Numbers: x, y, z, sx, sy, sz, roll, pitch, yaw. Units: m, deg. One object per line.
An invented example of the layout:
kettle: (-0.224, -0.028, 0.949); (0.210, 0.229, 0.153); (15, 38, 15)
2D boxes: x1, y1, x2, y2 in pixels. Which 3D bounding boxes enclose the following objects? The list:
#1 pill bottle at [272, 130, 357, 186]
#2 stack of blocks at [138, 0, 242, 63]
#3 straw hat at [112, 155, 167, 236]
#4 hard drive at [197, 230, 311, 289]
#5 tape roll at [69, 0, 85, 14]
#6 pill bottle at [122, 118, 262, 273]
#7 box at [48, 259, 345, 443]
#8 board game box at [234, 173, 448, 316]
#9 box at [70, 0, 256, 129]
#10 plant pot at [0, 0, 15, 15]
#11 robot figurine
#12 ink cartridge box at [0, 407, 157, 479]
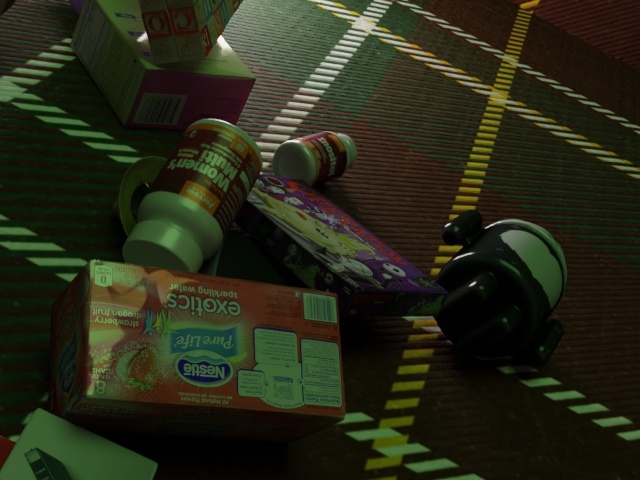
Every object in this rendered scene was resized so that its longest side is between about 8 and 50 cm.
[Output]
pill bottle: (-0.005, -0.138, 1.737); (0.086, 0.086, 0.152); (40, 33, 19)
stack of blocks: (-0.210, -0.422, 1.665); (0.087, 0.171, 0.297); (-5, 31, 12)
straw hat: (-0.251, -0.048, 1.430); (0.061, 0.144, 0.144); (-1, 16, 33)
hard drive: (-0.085, 0.085, 1.379); (0.172, 0.054, 0.254); (20, 32, -13)
tape roll: (-0.364, -0.530, 1.842); (0.090, 0.275, 0.275); (-2, 42, -40)
pill bottle: (-0.171, -0.049, 1.384); (0.121, 0.121, 0.221); (27, 55, -3)
box: (-0.136, 0.133, 1.141); (0.300, 0.142, 0.154); (9, 63, -28)
board game box: (0.000, 0.000, 1.496); (0.208, 0.056, 0.347); (10, 23, -49)
box: (-0.269, -0.302, 1.739); (0.213, 0.117, 0.243); (-3, 44, -40)
plant pot: (-0.567, -0.354, 1.493); (0.263, 0.263, 0.229); (12, 54, -25)
robot figurine: (0.275, 0.070, 1.568); (0.174, 0.209, 0.278); (8, 23, 26)
ink cartridge box: (-0.311, 0.266, 0.925); (0.261, 0.066, 0.296); (26, 31, -7)
